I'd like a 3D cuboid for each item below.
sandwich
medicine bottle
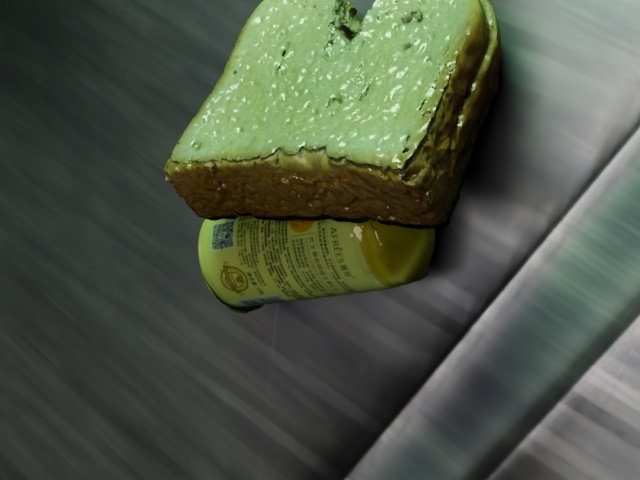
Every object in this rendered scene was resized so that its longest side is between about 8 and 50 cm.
[{"bbox_3d":[0.024,-0.130,0.858,0.273,0.095,0.249,4,57,33],"label":"sandwich"},{"bbox_3d":[0.000,0.000,0.931,0.239,0.124,0.124,-11,88,32],"label":"medicine bottle"}]
